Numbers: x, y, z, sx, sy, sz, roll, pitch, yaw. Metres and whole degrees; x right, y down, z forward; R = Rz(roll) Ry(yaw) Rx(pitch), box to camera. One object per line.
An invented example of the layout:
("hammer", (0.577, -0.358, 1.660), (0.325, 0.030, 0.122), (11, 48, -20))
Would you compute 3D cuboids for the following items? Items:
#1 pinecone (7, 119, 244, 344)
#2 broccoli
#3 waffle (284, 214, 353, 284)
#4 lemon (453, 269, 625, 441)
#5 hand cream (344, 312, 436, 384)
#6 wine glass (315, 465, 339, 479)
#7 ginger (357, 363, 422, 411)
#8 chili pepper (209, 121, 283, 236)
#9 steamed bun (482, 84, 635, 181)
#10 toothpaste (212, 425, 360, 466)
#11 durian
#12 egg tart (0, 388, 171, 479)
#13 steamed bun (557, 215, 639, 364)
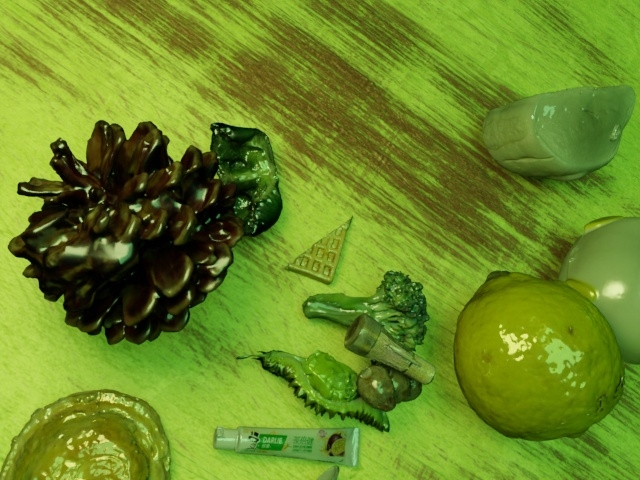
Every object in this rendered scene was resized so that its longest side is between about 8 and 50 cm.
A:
("pinecone", (-0.337, -0.033, 0.924), (0.398, 0.398, 0.397), (5, 72, -16))
("broccoli", (0.109, 0.183, 1.178), (0.275, 0.177, 0.198), (-14, 114, 7))
("waffle", (0.000, 0.000, 1.235), (0.125, 0.032, 0.190), (20, 67, -9))
("lemon", (0.459, 0.247, 1.142), (0.350, 0.350, 0.387), (-18, 77, -22))
("hand cream", (0.149, 0.236, 1.076), (0.203, 0.084, 0.084), (33, 67, -6))
("wine glass", (0.058, 0.558, 1.014), (0.196, 0.165, 0.165), (46, 66, 3))
("ginger", (0.152, 0.314, 1.121), (0.204, 0.080, 0.104), (15, 36, -55))
("chili pepper", (-0.171, -0.128, 1.183), (0.148, 0.116, 0.264), (-7, 76, -31))
("steamed bun", (0.655, -0.284, 1.421), (0.384, 0.247, 0.236), (-14, 98, -21))
("toothpaste", (-0.063, 0.420, 1.077), (0.315, 0.056, 0.058), (10, 115, -18))
("durian", (0.004, 0.308, 1.101), (0.375, 0.107, 0.132), (32, 61, -11))
("egg tart", (-0.414, 0.423, 0.918), (0.319, 0.128, 0.318), (4, 72, -14))
("steamed bun", (0.768, 0.118, 1.293), (0.334, 0.334, 0.373), (35, 61, -5))
